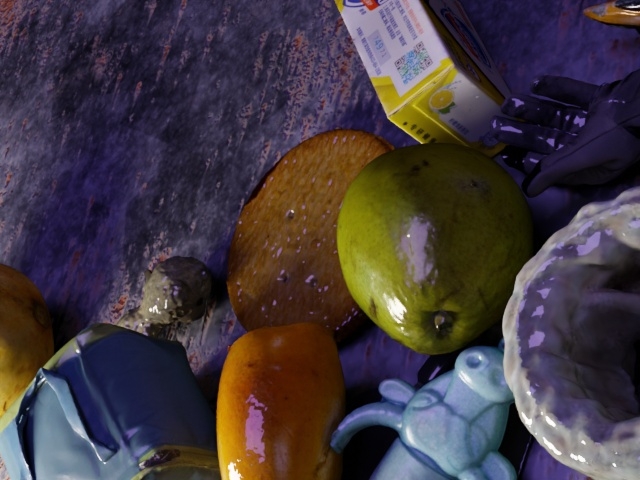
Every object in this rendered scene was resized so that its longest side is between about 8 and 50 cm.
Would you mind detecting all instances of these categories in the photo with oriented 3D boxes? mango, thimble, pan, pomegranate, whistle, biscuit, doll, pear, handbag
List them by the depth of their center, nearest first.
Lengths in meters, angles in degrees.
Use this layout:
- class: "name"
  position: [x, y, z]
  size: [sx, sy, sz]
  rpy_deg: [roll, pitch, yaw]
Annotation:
- class: "thimble"
  position: [0.323, 0.094, 1.082]
  size: [0.292, 0.195, 0.291]
  rpy_deg: [-21, 55, 34]
- class: "whistle"
  position: [0.121, 0.209, 1.259]
  size: [0.186, 0.093, 0.274]
  rpy_deg: [37, 97, 18]
- class: "pear"
  position: [0.122, 0.004, 1.301]
  size: [0.212, 0.212, 0.269]
  rpy_deg: [-33, 24, 24]
- class: "mango"
  position: [-0.044, 0.230, 1.328]
  size: [0.138, 0.187, 0.257]
  rpy_deg: [2, 56, -4]
- class: "pan"
  position: [0.088, 0.183, 1.360]
  size: [0.235, 0.028, 0.136]
  rpy_deg: [-55, 42, 3]
- class: "handbag"
  position: [-0.236, 0.261, 1.472]
  size: [0.263, 0.222, 0.241]
  rpy_deg: [-44, 50, 15]
- class: "biscuit"
  position: [0.000, 0.000, 1.536]
  size: [0.305, 0.038, 0.305]
  rpy_deg: [-22, 54, 34]
- class: "doll"
  position: [-0.253, 0.135, 1.648]
  size: [0.286, 0.091, 0.203]
  rpy_deg: [-48, 8, -5]
- class: "pomegranate"
  position: [-0.498, 0.163, 1.754]
  size: [0.260, 0.260, 0.260]
  rpy_deg: [-21, 54, 32]

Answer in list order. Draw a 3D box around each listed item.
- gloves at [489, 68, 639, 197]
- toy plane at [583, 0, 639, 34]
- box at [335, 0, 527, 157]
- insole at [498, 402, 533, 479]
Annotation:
- class: "gloves"
  position: [0.293, -0.119, 1.280]
  size: [0.286, 0.119, 0.142]
  rpy_deg: [-10, 43, 48]
- class: "toy plane"
  position: [0.412, -0.221, 1.255]
  size: [0.316, 0.103, 0.204]
  rpy_deg: [6, 69, 50]
- class: "box"
  position: [0.123, -0.222, 1.461]
  size: [0.097, 0.168, 0.265]
  rpy_deg: [-39, 45, 22]
- class: "insole"
  position: [0.146, 0.290, 1.264]
  size: [0.119, 0.009, 0.348]
  rpy_deg: [11, 75, 43]
